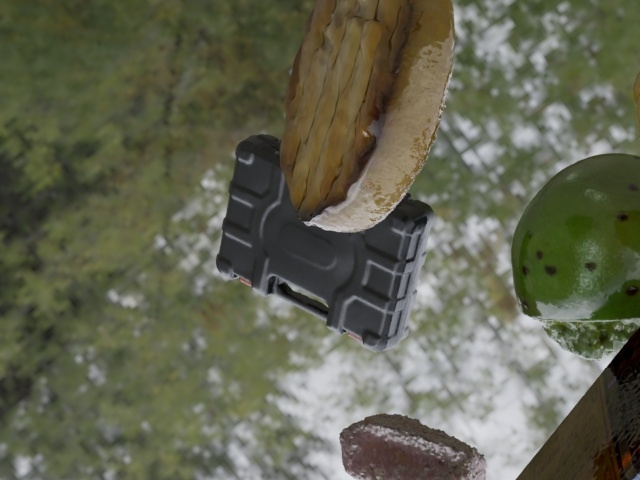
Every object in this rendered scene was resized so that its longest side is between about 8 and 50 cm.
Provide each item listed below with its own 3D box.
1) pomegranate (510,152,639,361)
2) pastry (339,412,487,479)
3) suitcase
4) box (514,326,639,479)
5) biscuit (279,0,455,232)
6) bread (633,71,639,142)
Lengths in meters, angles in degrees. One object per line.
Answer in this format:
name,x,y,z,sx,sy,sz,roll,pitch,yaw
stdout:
pomegranate,0.382,0.013,1.999,0.341,0.260,0.260,-13,-155,37
pastry,0.141,0.302,2.249,0.112,0.103,0.265,-4,-166,-36
suitcase,0.000,0.000,2.129,0.285,0.206,0.066,26,-152,27
box,0.313,0.281,1.800,0.415,0.116,0.264,-54,-172,20
biscuit,0.050,-0.152,1.663,0.296,0.102,0.296,-168,-90,-68
bread,0.420,-0.104,1.734,0.120,0.198,0.236,-39,-137,44
